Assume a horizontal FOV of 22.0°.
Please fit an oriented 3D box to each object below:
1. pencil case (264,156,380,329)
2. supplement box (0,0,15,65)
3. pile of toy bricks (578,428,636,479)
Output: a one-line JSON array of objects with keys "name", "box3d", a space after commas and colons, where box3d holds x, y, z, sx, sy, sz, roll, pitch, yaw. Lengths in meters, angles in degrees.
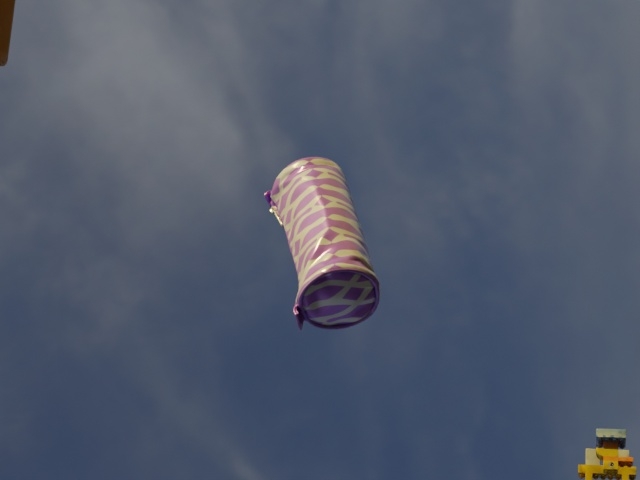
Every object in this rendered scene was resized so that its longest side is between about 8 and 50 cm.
[{"name": "pencil case", "box3d": [0.000, 0.000, 1.628, 0.206, 0.088, 0.086, -107, 4, -53]}, {"name": "supplement box", "box3d": [-0.247, -0.215, 0.853, 0.129, 0.191, 0.194, -11, -134, -30]}, {"name": "pile of toy bricks", "box3d": [0.377, 0.260, 1.723, 0.212, 0.118, 0.105, 1, -117, 9]}]
